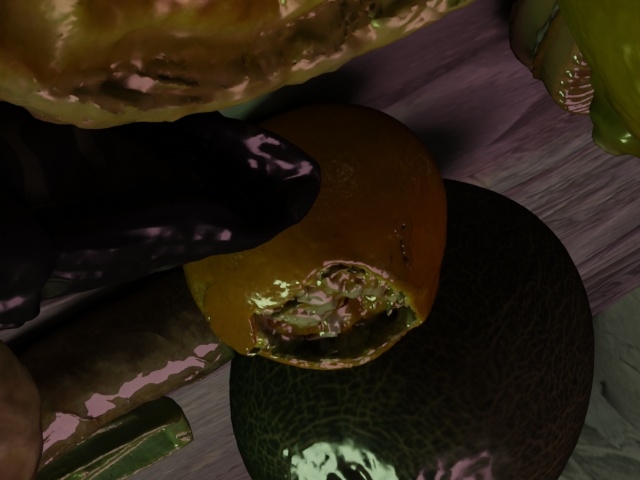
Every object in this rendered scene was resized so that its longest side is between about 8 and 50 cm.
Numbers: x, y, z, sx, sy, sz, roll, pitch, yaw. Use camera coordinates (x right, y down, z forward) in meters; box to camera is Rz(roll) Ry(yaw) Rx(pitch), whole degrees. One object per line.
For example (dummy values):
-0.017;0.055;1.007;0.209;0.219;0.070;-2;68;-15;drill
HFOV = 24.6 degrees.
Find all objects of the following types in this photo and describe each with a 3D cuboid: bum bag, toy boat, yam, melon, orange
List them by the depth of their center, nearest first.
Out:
-0.148;-0.009;0.495;0.144;0.095;0.340;14;-162;35;bum bag
0.000;0.000;0.806;0.154;0.134;0.155;-33;161;-13;orange
-0.220;0.125;0.911;0.356;0.081;0.081;-27;166;-7;yam
0.065;0.079;0.990;0.237;0.237;0.302;-40;-173;32;melon
-0.231;0.182;1.082;0.276;0.084;0.111;-32;164;-8;toy boat

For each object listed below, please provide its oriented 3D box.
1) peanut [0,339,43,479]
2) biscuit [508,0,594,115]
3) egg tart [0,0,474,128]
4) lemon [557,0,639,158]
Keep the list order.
-0.239;0.134;0.790;0.224;0.129;0.129;-43;162;31;peanut
0.216;-0.160;0.819;0.259;0.079;0.259;-30;165;-9;biscuit
-0.011;-0.129;0.436;0.278;0.095;0.279;-24;164;-7;egg tart
0.227;-0.139;0.565;0.284;0.260;0.260;-33;167;-8;lemon
